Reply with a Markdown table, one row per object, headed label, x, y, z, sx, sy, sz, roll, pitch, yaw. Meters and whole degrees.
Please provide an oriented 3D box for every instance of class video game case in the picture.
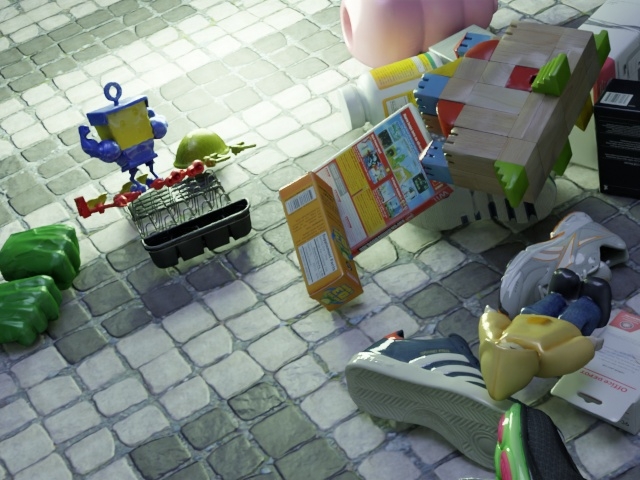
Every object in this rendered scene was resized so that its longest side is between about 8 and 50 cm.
| label | x | y | z | sx | sy | sz | roll | pitch | yaw |
| --- | --- | --- | --- | --- | --- | --- | --- | --- | --- |
| video game case | 0.079 | -0.087 | 2.086 | 0.285 | 0.025 | 0.204 | -34 | 51 | 17 |

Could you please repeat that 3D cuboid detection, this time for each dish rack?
| label | x | y | z | sx | sy | sz | roll | pitch | yaw |
| --- | --- | --- | --- | --- | --- | --- | --- | --- | --- |
| dish rack | -0.257 | -0.059 | 2.259 | 0.208 | 0.074 | 0.271 | -22 | 36 | -12 |

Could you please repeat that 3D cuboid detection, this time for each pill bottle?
| label | x | y | z | sx | sy | sz | roll | pitch | yaw |
| --- | --- | --- | --- | --- | --- | --- | --- | --- | --- |
| pill bottle | 0.145 | -0.290 | 2.391 | 0.208 | 0.118 | 0.118 | -19 | 37 | -6 |

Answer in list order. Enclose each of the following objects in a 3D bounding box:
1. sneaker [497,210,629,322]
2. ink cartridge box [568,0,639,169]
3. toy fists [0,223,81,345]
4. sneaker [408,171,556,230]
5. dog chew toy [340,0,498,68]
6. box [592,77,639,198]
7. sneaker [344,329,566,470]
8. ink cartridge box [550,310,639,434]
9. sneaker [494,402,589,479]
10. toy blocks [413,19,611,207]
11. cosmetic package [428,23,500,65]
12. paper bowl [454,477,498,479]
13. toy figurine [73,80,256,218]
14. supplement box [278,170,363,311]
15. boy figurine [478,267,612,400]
| label | x | y | z | sx | sy | sz | roll | pitch | yaw |
| --- | --- | --- | --- | --- | --- | --- | --- | --- | --- |
| sneaker | 0.385 | 0.052 | 1.892 | 0.121 | 0.099 | 0.262 | 27 | 54 | 36 |
| ink cartridge box | 0.526 | -0.295 | 2.197 | 0.117 | 0.207 | 0.283 | 20 | 49 | 36 |
| toy fists | -0.512 | 0.077 | 2.153 | 0.142 | 0.096 | 0.279 | -10 | 37 | 22 |
| sneaker | 0.281 | -0.112 | 2.129 | 0.315 | 0.128 | 0.182 | 2 | 28 | 26 |
| dog chew toy | 0.215 | -0.479 | 2.558 | 0.331 | 0.207 | 0.207 | -11 | 36 | -9 |
| box | 0.601 | -0.159 | 2.017 | 0.261 | 0.184 | 0.103 | 12 | 42 | 30 |
| sneaker | 0.209 | 0.211 | 1.718 | 0.350 | 0.131 | 0.148 | 21 | 42 | 32 |
| ink cartridge box | 0.426 | 0.197 | 1.711 | 0.115 | 0.067 | 0.198 | 22 | 48 | 39 |
| sneaker | 0.355 | 0.386 | 1.424 | 0.202 | 0.185 | 0.483 | -17 | 46 | -16 |
| toy blocks | 0.280 | -0.225 | 1.978 | 0.260 | 0.191 | 0.381 | 15 | 61 | 30 |
| cosmetic package | 0.336 | -0.332 | 2.398 | 0.127 | 0.107 | 0.238 | -28 | 42 | -17 |
| paper bowl | 0.169 | 0.405 | 1.334 | 0.284 | 0.148 | 0.284 | -23 | 58 | 44 |
| toy figurine | -0.324 | -0.208 | 2.266 | 0.362 | 0.217 | 0.191 | -29 | 13 | -36 |
| supplement box | 0.000 | 0.000 | 2.027 | 0.080 | 0.078 | 0.233 | -28 | 53 | 19 |
| boy figurine | 0.293 | 0.130 | 1.669 | 0.177 | 0.092 | 0.285 | 19 | 29 | 33 |
